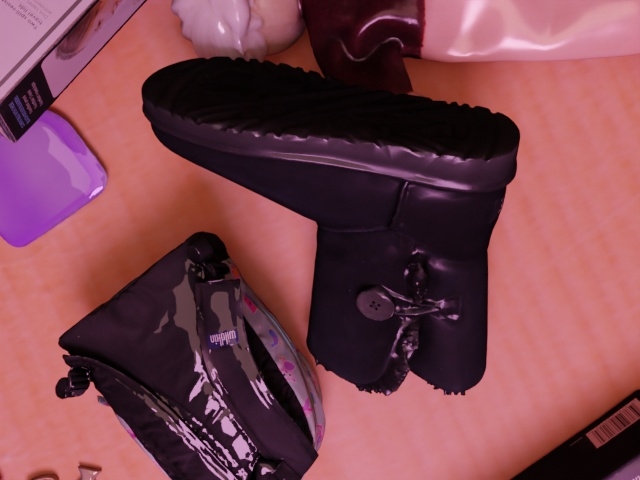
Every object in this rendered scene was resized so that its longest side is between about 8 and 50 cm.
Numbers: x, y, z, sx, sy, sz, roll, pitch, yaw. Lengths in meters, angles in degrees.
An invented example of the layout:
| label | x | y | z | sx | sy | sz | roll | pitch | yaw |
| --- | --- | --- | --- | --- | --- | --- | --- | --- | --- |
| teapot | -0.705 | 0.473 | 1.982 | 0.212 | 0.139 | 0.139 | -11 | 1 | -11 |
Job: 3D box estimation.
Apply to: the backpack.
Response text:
| label | x | y | z | sx | sy | sz | roll | pitch | yaw |
| --- | --- | --- | --- | --- | --- | --- | --- | --- | --- |
| backpack | -0.072 | 0.097 | 0.686 | 0.152 | 0.115 | 0.182 | -37 | 93 | 16 |

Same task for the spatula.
| label | x | y | z | sx | sy | sz | roll | pitch | yaw |
| --- | --- | --- | --- | --- | --- | --- | --- | --- | --- |
| spatula | -0.296 | 0.012 | 0.716 | 0.296 | 0.030 | 0.084 | -36 | 92 | -8 |

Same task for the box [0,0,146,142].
| label | x | y | z | sx | sy | sz | roll | pitch | yaw |
| --- | --- | --- | --- | --- | --- | --- | --- | --- | --- |
| box | -0.171 | -0.228 | 0.636 | 0.169 | 0.087 | 0.290 | 38 | 77 | -2 |

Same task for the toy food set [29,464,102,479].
| label | x | y | z | sx | sy | sz | roll | pitch | yaw |
| --- | --- | --- | --- | --- | --- | --- | --- | --- | --- |
| toy food set | -0.206 | 0.232 | 0.749 | 0.077 | 0.019 | 0.122 | 2 | 95 | 2 |

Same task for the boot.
| label | x | y | z | sx | sy | sz | roll | pitch | yaw |
| --- | --- | --- | --- | --- | --- | --- | --- | --- | --- |
| boot | 0.000 | 0.000 | 0.653 | 0.246 | 0.094 | 0.207 | 12 | 126 | 10 |

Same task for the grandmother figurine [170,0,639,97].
| label | x | y | z | sx | sy | sz | roll | pitch | yaw |
| --- | --- | --- | --- | --- | --- | --- | --- | --- | --- |
| grandmother figurine | 0.067 | -0.161 | 0.673 | 0.342 | 0.104 | 0.208 | 0 | 67 | 5 |

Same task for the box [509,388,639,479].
| label | x | y | z | sx | sy | sz | roll | pitch | yaw |
| --- | --- | --- | --- | --- | --- | --- | --- | --- | --- |
| box | 0.185 | 0.262 | 0.698 | 0.261 | 0.103 | 0.184 | -37 | 95 | 5 |
